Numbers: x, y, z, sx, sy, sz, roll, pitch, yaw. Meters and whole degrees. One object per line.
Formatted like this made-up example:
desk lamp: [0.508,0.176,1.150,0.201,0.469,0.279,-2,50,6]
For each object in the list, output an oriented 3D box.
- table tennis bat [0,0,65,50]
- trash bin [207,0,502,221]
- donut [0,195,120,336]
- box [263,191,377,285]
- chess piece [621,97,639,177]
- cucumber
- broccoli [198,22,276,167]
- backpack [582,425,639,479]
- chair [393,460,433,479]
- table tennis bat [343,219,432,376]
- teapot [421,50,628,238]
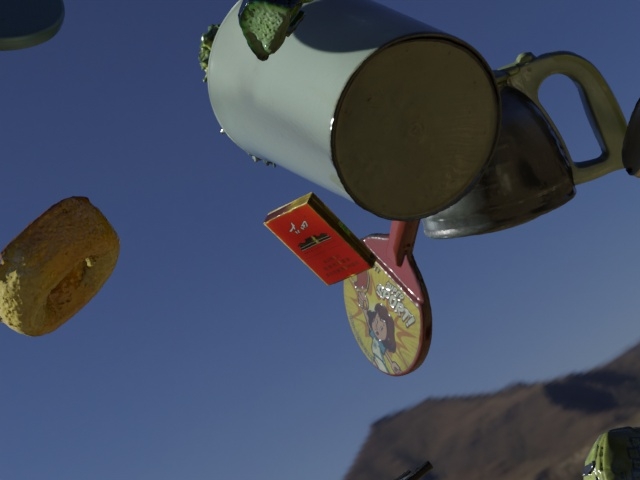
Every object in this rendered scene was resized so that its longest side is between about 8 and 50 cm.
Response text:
table tennis bat: [-0.499,-0.326,1.692,0.329,0.215,0.044,5,-48,-25]
trash bin: [0.029,-0.203,1.758,0.280,0.280,0.432,-28,28,-15]
donut: [-0.302,0.038,1.484,0.178,0.065,0.162,-51,-21,-4]
box: [0.000,0.000,1.692,0.090,0.133,0.023,-23,31,41]
chess piece: [0.566,-0.119,1.692,0.307,0.124,0.139,8,-47,-4]
cucumber: [-0.031,-0.279,1.364,0.115,0.085,0.193,-47,15,45]
broccoli: [-0.055,-0.343,2.270,0.353,0.397,0.275,8,21,21]
backpack: [0.489,0.361,1.826,0.253,0.207,0.140,12,-39,-15]
chair: [0.056,0.400,1.543,0.260,0.141,0.154,-35,-8,-14]
table tennis bat: [0.105,0.064,1.871,0.038,0.200,0.310,-18,-43,-29]
teapot: [0.280,-0.146,1.923,0.321,0.239,0.239,-12,11,26]
